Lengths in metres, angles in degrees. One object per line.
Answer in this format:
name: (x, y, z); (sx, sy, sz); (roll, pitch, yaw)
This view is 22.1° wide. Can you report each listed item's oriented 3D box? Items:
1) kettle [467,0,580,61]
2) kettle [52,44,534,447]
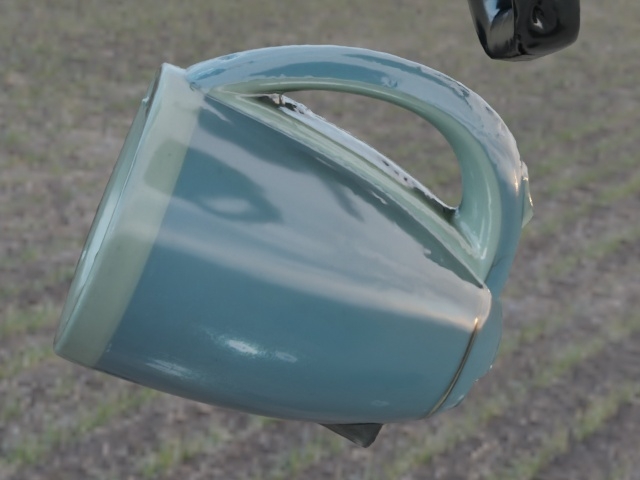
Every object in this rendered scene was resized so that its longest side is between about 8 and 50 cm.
kettle: (0.111, -0.256, 0.914); (0.262, 0.203, 0.308); (51, 0, -1)
kettle: (0.000, 0.000, 1.309); (0.342, 0.319, 0.247); (20, 18, -10)
